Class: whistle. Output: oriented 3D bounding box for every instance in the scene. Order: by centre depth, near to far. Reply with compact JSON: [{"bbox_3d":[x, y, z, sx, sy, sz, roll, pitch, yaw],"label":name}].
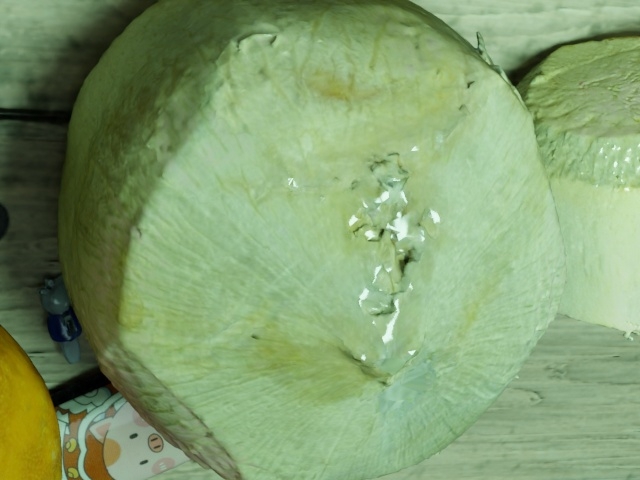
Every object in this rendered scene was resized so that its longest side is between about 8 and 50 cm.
[{"bbox_3d":[-0.217,0.067,1.523,0.033,0.029,0.083,-26,121,-26],"label":"whistle"}]

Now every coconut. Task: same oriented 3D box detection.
[{"bbox_3d":[0.000,0.000,1.367,0.405,0.404,0.404,-11,124,-17],"label":"coconut"},{"bbox_3d":[0.271,-0.032,1.554,0.239,0.239,0.244,-19,124,-12],"label":"coconut"}]

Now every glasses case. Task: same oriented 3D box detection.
[{"bbox_3d":[-0.157,0.156,1.579,0.267,0.067,0.103,-24,125,-9],"label":"glasses case"}]

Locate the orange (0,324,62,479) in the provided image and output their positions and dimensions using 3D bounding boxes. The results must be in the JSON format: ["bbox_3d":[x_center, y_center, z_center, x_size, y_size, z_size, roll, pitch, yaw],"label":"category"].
[{"bbox_3d":[-0.345,0.173,1.402,0.284,0.226,0.284,-11,130,-13],"label":"orange"}]
